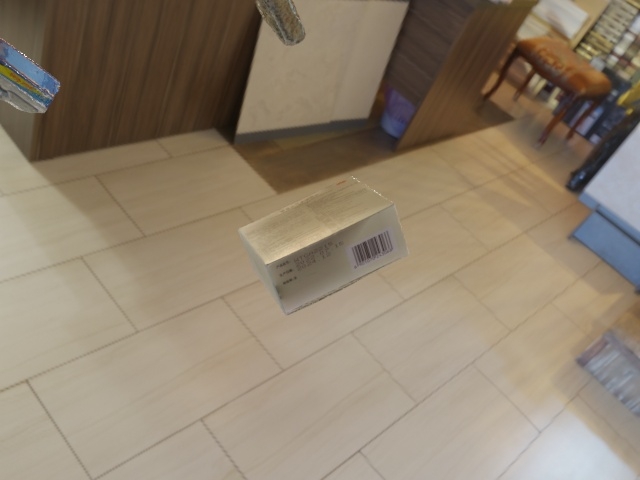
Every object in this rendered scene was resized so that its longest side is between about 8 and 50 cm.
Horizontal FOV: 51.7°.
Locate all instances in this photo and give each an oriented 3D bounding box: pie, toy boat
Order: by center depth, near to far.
[{"bbox_3d":[-0.084,-0.350,0.868,0.195,0.046,0.195,57,5,-8],"label":"pie"},{"bbox_3d":[-0.493,-0.269,0.873,0.129,0.088,0.295,29,-6,28],"label":"toy boat"}]

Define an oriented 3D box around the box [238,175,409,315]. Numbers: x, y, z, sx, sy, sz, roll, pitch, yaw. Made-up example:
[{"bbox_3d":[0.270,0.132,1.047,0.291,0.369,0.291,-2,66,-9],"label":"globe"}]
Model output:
[{"bbox_3d":[0.000,0.000,1.013,0.212,0.095,0.168,-25,29,-11],"label":"box"}]
